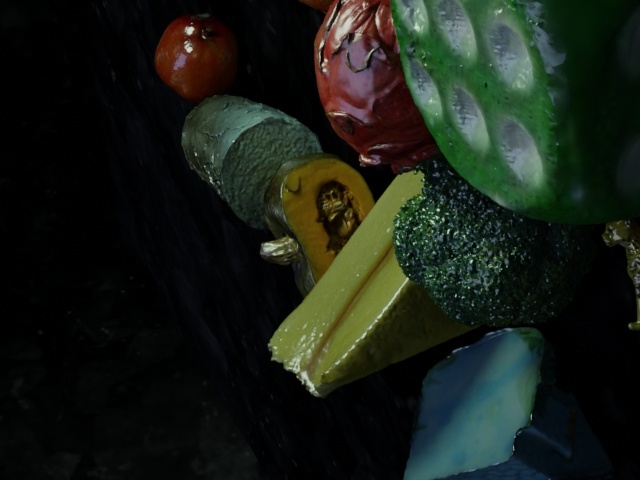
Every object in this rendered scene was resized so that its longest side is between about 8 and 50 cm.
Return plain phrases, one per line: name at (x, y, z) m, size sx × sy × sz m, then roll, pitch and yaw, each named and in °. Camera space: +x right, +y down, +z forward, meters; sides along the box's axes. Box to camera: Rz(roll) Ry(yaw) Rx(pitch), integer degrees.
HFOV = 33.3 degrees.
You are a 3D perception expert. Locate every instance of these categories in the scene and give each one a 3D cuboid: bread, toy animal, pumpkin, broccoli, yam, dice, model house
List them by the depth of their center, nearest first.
dice at (0.254, -0.206, 1.013) m, size 0.297 × 0.300 × 0.287 m, roll 43°, pitch 150°, yaw 48°
toy animal at (0.404, 0.040, 1.217) m, size 0.181 × 0.073 × 0.136 m, roll -167°, pitch 64°, yaw -69°
broccoli at (0.228, -0.009, 1.411) m, size 0.242 × 0.269 × 0.262 m, roll -79°, pitch -16°, yaw -57°
model house at (0.305, 0.292, 1.595) m, size 0.241 × 0.226 × 0.261 m, roll 35°, pitch 141°, yaw -23°
bread at (0.083, 0.050, 1.610) m, size 0.233 × 0.361 × 0.245 m, roll 28°, pitch 139°, yaw 61°
pumpkin at (0.000, 0.000, 1.962) m, size 0.139 × 0.221 × 0.317 m, roll -10°, pitch 102°, yaw 68°
yam at (-0.145, -0.169, 2.147) m, size 0.348 × 0.241 × 0.241 m, roll -142°, pitch 35°, yaw -61°

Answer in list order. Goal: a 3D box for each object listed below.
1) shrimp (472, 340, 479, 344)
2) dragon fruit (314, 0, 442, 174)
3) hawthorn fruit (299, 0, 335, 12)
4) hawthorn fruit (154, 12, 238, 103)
shrimp at (0.307, 0.313, 1.746) m, size 0.164 × 0.062 × 0.317 m, roll 5°, pitch 113°, yaw 64°
dragon fruit at (0.103, -0.207, 1.284) m, size 0.252 × 0.241 × 0.241 m, roll 48°, pitch 174°, yaw -37°
hawthorn fruit at (0.037, -0.405, 1.537) m, size 0.251 × 0.199 × 0.199 m, roll 46°, pitch 154°, yaw 16°
hawthorn fruit at (-0.253, -0.397, 2.267) m, size 0.185 × 0.185 × 0.202 m, roll 62°, pitch 154°, yaw 14°
